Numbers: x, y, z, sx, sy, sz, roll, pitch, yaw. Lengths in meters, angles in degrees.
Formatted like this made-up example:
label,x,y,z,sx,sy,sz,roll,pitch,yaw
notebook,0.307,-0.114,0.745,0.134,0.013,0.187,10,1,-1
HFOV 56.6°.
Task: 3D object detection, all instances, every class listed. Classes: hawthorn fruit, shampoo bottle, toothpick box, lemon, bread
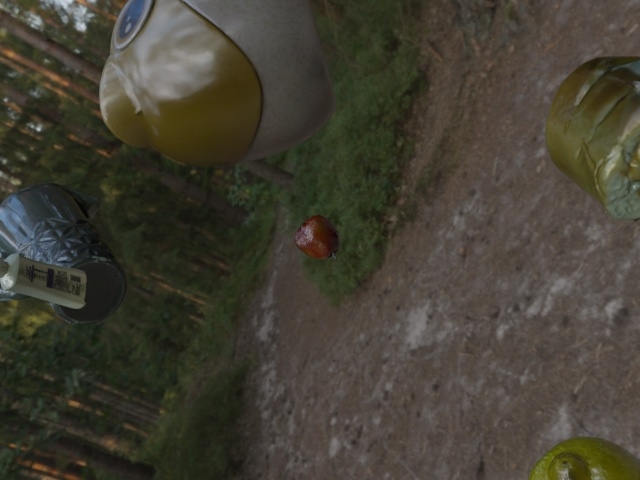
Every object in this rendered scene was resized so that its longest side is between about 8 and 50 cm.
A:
label,x,y,z,sx,sy,sz,roll,pitch,yaw
hawthorn fruit,-0.004,-0.005,0.985,0.077,0.077,0.077,-52,22,32
shampoo bottle,-0.328,0.041,0.675,0.034,0.141,0.049,-14,67,25
toothpick box,-0.206,-0.357,1.209,0.425,0.409,0.409,-16,32,5
lemon,0.407,0.392,0.866,0.184,0.248,0.184,-37,15,12
bread,0.563,-0.223,1.055,0.301,0.210,0.341,-20,29,8

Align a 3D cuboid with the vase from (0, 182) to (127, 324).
label,x,y,z,sx,sy,sz,roll,pitch,yaw
vase,-0.409,0.028,0.912,0.251,0.156,0.301,-30,35,-27
